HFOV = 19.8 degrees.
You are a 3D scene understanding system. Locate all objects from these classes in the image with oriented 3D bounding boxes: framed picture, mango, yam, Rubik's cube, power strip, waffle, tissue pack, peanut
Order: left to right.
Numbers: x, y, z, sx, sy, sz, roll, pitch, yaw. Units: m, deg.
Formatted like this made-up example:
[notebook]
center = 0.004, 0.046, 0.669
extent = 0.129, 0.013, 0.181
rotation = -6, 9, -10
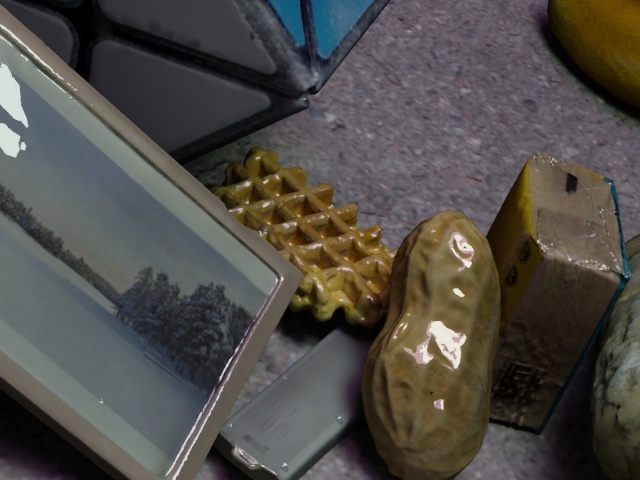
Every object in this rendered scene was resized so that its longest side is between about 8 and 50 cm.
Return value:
[framed picture]
center = -0.157, 0.010, 1.168
extent = 0.289, 0.016, 0.213
rotation = 42, 53, -18
[Rubik's cube]
center = -0.114, -0.212, 1.335
extent = 0.260, 0.255, 0.259
rotation = 57, 35, -19
[waffle]
center = 0.000, 0.000, 1.366
extent = 0.192, 0.046, 0.160
rotation = 18, 34, 8
[power strip]
center = 0.009, 0.102, 1.289
extent = 0.060, 0.027, 0.252
rotation = 36, 38, 14
[peanut]
center = 0.076, 0.073, 1.263
extent = 0.093, 0.083, 0.194
rotation = 10, 79, -20
[tissue pack]
center = 0.154, 0.038, 1.335
extent = 0.082, 0.169, 0.120
rotation = 14, 39, -10
[mango]
center = 0.315, -0.185, 1.754
extent = 0.227, 0.099, 0.136
rotation = 31, 41, 20
[yam]
center = 0.254, 0.085, 1.324
extent = 0.133, 0.133, 0.330
rotation = 29, 26, 4

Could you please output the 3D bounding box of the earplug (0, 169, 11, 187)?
[earplug]
center = -0.281, 0.002, 1.165
extent = 0.132, 0.132, 0.273
rotation = 41, 43, 19
